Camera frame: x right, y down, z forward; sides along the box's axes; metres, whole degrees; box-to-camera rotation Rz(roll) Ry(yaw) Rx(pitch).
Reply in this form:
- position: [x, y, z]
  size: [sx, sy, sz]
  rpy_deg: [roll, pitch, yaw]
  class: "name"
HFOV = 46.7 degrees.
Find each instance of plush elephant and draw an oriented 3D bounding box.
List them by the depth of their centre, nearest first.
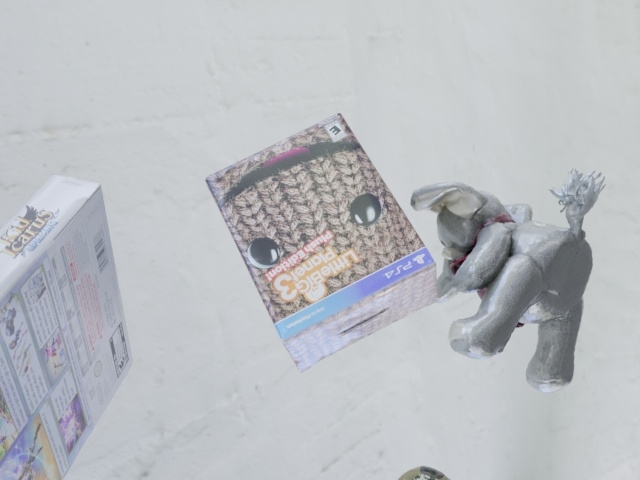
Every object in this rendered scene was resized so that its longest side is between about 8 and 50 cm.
- position: [0.259, 0.027, 1.131]
  size: [0.271, 0.255, 0.330]
  rpy_deg: [18, -89, -40]
  class: "plush elephant"

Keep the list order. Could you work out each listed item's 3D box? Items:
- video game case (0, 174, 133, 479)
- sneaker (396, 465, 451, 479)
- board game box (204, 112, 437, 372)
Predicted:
- position: [-0.275, 0.115, 0.715]
  size: [0.244, 0.061, 0.270]
  rpy_deg: [-68, -14, -48]
  class: "video game case"
- position: [0.088, 0.488, 0.933]
  size: [0.182, 0.157, 0.411]
  rpy_deg: [55, -129, -62]
  class: "sneaker"
- position: [0.000, 0.000, 1.091]
  size: [0.291, 0.232, 0.141]
  rpy_deg: [60, 175, 28]
  class: "board game box"
